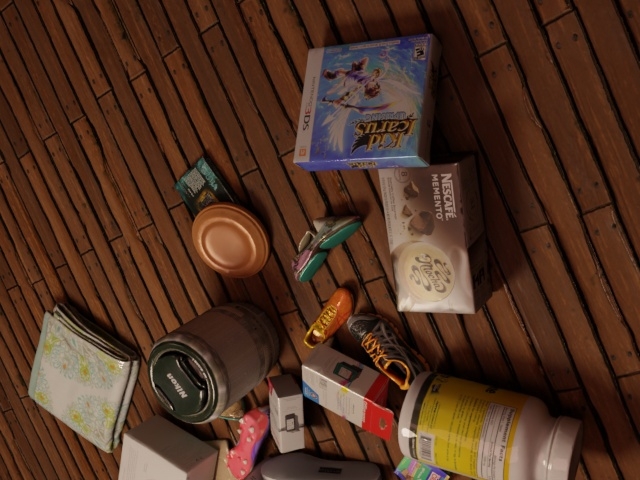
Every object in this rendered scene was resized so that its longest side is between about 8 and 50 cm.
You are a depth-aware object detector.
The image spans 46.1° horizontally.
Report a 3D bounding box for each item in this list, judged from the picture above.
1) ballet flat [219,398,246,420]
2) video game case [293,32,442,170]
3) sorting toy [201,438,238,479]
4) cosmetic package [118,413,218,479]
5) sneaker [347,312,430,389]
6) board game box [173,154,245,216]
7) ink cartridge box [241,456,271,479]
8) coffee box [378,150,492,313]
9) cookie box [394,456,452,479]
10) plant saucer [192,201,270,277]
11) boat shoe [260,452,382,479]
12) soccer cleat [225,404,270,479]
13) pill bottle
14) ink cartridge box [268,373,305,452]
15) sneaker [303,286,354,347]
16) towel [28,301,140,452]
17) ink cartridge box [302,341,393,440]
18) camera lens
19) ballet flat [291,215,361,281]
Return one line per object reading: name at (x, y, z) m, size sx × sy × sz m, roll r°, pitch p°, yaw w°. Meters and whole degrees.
ballet flat at (-0.279, 0.429, 1.968) m, size 0.206 × 0.073 × 0.067 m, roll -2°, pitch 78°, yaw 28°
video game case at (0.088, -0.261, 1.447) m, size 0.269 × 0.061 × 0.244 m, roll 1°, pitch 78°, yaw 30°
sorting toy at (-0.291, 0.648, 2.060) m, size 0.193 × 0.038 × 0.208 m, roll -14°, pitch 94°, yaw 33°
cosmetic package at (-0.416, 0.632, 2.026) m, size 0.224 × 0.138 × 0.224 m, roll 23°, pitch 113°, yaw 24°
sneaker at (0.141, 0.239, 1.637) m, size 0.215 × 0.083 × 0.084 m, roll 39°, pitch 123°, yaw 16°
board game box at (-0.257, -0.093, 1.792) m, size 0.126 × 0.026 × 0.186 m, roll -37°, pitch 85°, yaw 34°
ink cartridge box at (-0.169, 0.730, 1.884) m, size 0.198 × 0.197 × 0.270 m, roll 40°, pitch 110°, yaw 11°
coffee box at (0.229, -0.016, 1.476) m, size 0.168 × 0.119 × 0.297 m, roll 0°, pitch 106°, yaw 31°
cookie box at (0.235, 0.520, 1.701) m, size 0.107 × 0.040 × 0.092 m, roll 34°, pitch 120°, yaw 16°
plant saucer at (-0.216, 0.006, 1.767) m, size 0.199 × 0.037 × 0.200 m, roll 9°, pitch 120°, yaw 16°
boat shoe at (0.003, 0.590, 1.822) m, size 0.306 × 0.113 × 0.105 m, roll -3°, pitch 111°, yaw 15°
soccer cleat at (-0.175, 0.520, 1.922) m, size 0.083 × 0.095 × 0.248 m, roll 38°, pitch 130°, yaw 29°
pill bottle at (0.340, 0.387, 1.506) m, size 0.333 × 0.188 × 0.188 m, roll 10°, pitch 111°, yaw 27°
ink cartridge box at (-0.082, 0.414, 1.807) m, size 0.109 × 0.063 × 0.151 m, roll -135°, pitch 40°, yaw -66°
sneaker at (0.022, 0.180, 1.696) m, size 0.064 × 0.067 × 0.175 m, roll 37°, pitch 119°, yaw 17°
towel at (-0.690, 0.399, 2.176) m, size 0.320 × 0.090 × 0.375 m, roll 31°, pitch 120°, yaw 19°
ink cartridge box at (0.075, 0.339, 1.685) m, size 0.231 × 0.078 × 0.134 m, roll 25°, pitch 143°, yaw 21°
camera lens at (-0.250, 0.281, 1.764) m, size 0.219 × 0.274 × 0.219 m, roll 10°, pitch 111°, yaw 27°
ballet flat at (0.000, 0.000, 1.652) m, size 0.221 × 0.077 × 0.079 m, roll -49°, pitch 60°, yaw 33°
